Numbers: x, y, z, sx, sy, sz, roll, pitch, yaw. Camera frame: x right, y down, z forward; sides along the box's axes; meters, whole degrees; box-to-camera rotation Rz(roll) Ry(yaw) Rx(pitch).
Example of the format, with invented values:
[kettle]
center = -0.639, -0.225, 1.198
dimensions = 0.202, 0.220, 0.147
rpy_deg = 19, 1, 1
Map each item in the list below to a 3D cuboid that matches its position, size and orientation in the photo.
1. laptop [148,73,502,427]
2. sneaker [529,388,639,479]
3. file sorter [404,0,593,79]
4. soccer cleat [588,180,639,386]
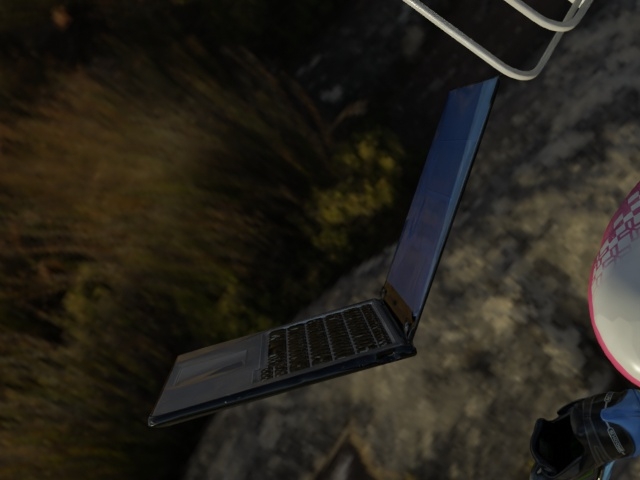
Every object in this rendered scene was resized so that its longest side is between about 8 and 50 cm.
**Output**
[laptop]
center = 0.000, 0.000, 1.480
dimensions = 0.408, 0.236, 0.382
rpy_deg = -16, 4, 0
[sneaker]
center = 0.198, 0.161, 1.101
dimensions = 0.188, 0.078, 0.067
rpy_deg = 109, 160, -64
[file sorter]
center = 0.186, -0.291, 1.102
dimensions = 0.173, 0.193, 0.277
rpy_deg = -56, 3, -40
[soccer cleat]
center = 0.270, -0.041, 0.759
dimensions = 0.331, 0.116, 0.143
rpy_deg = -34, -13, -35
